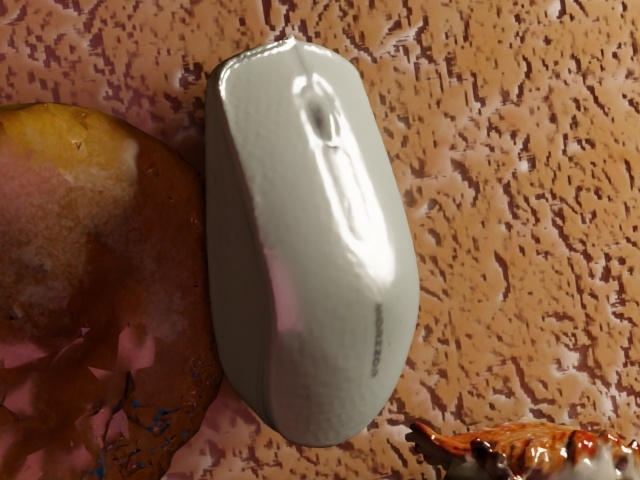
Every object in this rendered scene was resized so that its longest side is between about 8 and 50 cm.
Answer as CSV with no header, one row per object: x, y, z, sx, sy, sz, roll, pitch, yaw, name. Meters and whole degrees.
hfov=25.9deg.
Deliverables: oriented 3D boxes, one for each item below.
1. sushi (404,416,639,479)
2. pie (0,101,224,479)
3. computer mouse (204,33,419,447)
0.172,0.224,0.848,0.130,0.124,0.332,-37,108,-22,sushi
-0.165,0.049,0.738,0.273,0.069,0.273,-3,100,-19,pie
0.000,0.000,0.774,0.128,0.079,0.230,-12,99,-49,computer mouse
